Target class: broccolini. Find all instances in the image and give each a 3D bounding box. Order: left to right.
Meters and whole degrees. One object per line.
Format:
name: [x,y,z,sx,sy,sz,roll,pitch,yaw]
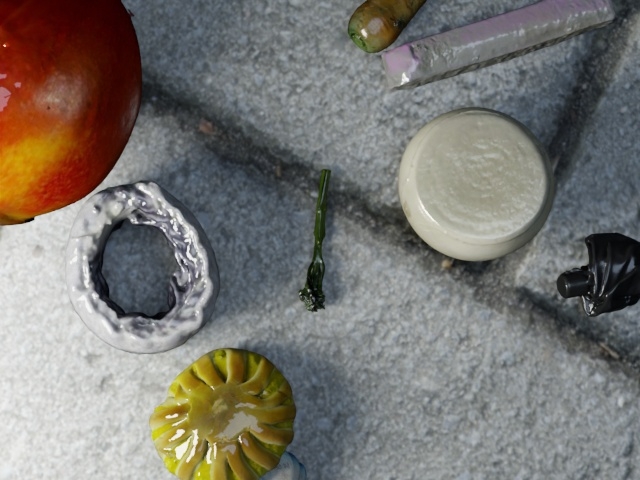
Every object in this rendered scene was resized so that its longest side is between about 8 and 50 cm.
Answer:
broccolini: [0.001,0.000,1.897,0.042,0.044,0.218,8,79,5]

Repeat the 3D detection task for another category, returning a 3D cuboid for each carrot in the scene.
carrot: [0.152,-0.406,1.937,0.078,0.078,0.298,41,76,-5]

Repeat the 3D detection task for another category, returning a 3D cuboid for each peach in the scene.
peach: [-0.412,-0.209,1.675,0.370,0.370,0.370,1,86,-11]

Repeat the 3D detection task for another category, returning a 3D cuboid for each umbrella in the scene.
umbrella: [0.497,0.047,1.950,0.272,0.110,0.122,-7,122,-10]

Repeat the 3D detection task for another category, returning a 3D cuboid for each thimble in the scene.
thimble: [-0.252,0.040,1.779,0.217,0.157,0.245,-14,88,-12]

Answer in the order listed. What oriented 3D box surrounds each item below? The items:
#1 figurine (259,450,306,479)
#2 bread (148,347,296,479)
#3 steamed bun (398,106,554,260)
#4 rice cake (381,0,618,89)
figurine: [-0.066,0.344,1.842,0.114,0.079,0.114,5,53,-7]
bread: [-0.136,0.254,1.793,0.213,0.104,0.213,1,69,-2]
steamed bun: [0.229,-0.078,1.885,0.232,0.145,0.231,0,76,0]
rice cake: [0.284,-0.318,1.954,0.399,0.064,0.070,-19,84,-12]
